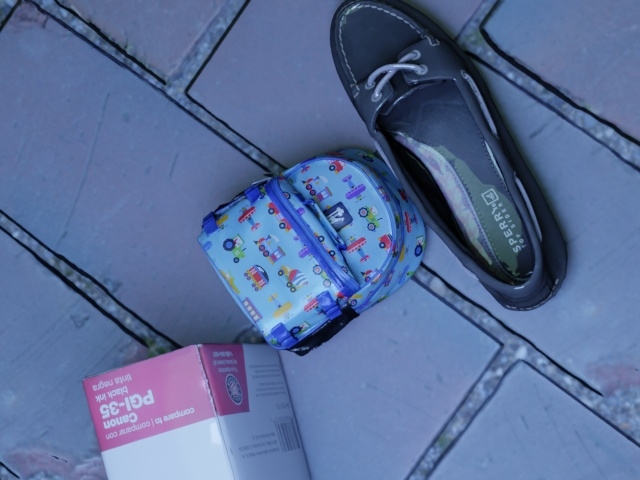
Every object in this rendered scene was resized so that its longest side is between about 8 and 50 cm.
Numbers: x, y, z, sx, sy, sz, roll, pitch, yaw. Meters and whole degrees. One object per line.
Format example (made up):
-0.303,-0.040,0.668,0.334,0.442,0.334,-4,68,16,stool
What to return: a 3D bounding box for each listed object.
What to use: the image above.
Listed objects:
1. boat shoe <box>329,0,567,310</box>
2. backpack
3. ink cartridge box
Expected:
0.111,-0.089,1.380,0.112,0.095,0.335,-34,79,10,boat shoe
0.000,0.000,1.394,0.173,0.117,0.158,-33,79,8,backpack
-0.083,0.237,1.350,0.117,0.207,0.283,-18,81,14,ink cartridge box
